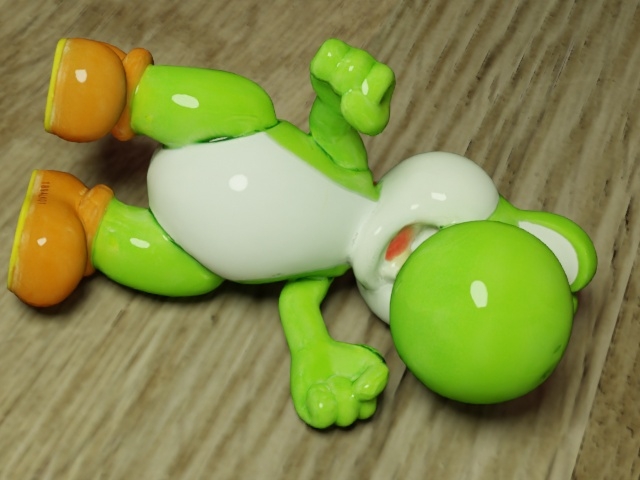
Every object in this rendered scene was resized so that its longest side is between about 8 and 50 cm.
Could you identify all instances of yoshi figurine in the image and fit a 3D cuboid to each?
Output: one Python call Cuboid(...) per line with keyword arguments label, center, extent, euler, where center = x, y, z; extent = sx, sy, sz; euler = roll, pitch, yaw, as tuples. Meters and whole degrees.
Cuboid(label="yoshi figurine", center=(0.005, 0.001, 0.827), extent=(0.362, 0.203, 0.203), euler=(14, 62, -11))
